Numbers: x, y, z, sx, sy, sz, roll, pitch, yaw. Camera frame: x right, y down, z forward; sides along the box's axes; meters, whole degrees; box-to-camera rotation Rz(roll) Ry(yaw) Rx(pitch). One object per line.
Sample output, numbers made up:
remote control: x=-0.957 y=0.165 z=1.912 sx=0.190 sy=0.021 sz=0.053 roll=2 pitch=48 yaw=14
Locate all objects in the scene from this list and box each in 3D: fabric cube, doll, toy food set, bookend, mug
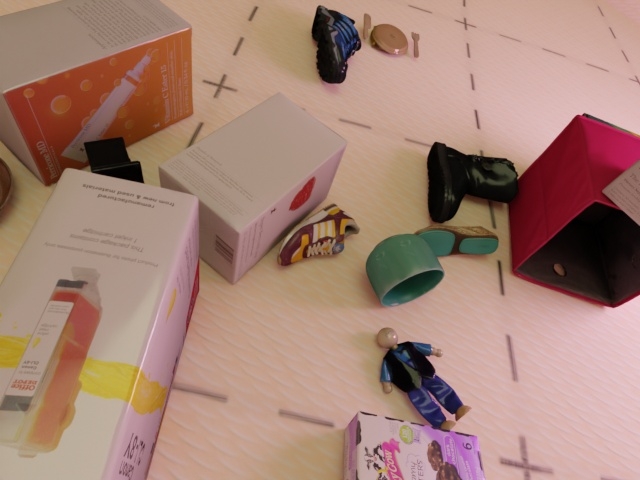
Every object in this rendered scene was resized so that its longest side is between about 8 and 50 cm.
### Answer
fabric cube: x=0.583 y=-0.055 z=0.890 sx=0.253 sy=0.259 sz=0.258 roll=18 pitch=52 yaw=-3
doll: x=0.166 y=0.226 z=0.712 sx=0.129 sy=0.046 sz=0.189 roll=-32 pitch=64 yaw=-21
toy food set: x=0.214 y=-0.620 z=1.294 sx=0.191 sy=0.038 sz=0.133 roll=13 pitch=62 yaw=-14
bookend: x=-0.360 y=-0.130 z=0.728 sx=0.072 sy=0.156 sz=0.157 roll=-17 pitch=63 yaw=-25
mug: x=0.152 y=0.054 z=0.784 sx=0.129 sy=0.158 sz=0.098 roll=-23 pitch=61 yaw=-1

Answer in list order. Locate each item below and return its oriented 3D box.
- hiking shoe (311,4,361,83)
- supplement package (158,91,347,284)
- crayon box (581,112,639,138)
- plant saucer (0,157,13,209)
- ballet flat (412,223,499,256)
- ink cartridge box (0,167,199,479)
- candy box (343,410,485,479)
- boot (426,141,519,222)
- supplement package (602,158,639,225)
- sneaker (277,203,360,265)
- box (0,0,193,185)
hiking shoe: x=0.057 y=-0.541 z=1.144 sx=0.131 sy=0.113 sz=0.305 roll=3 pitch=57 yaw=-14
supplement package: x=-0.116 y=-0.102 z=0.766 sx=0.175 sy=0.178 sz=0.293 roll=38 pitch=56 yaw=10
crayon box: x=0.730 y=-0.162 z=1.034 sx=0.318 sy=0.202 sz=0.081 roll=20 pitch=55 yaw=-2
plant saucer: x=-0.620 y=-0.076 z=0.691 sx=0.198 sy=0.036 sz=0.199 roll=7 pitch=57 yaw=-11
ballet flat: x=0.278 y=-0.004 z=0.895 sx=0.205 sy=0.073 sz=0.067 roll=6 pitch=29 yaw=-16
ink cartridge box: x=-0.265 y=0.159 z=0.492 sx=0.160 sy=0.279 sz=0.385 roll=12 pitch=56 yaw=-9
candy box: x=0.131 y=0.351 z=0.587 sx=0.196 sy=0.070 sz=0.165 roll=15 pitch=42 yaw=-7
boot: x=0.359 y=-0.124 z=0.967 sx=0.206 sy=0.094 sz=0.247 roll=13 pitch=49 yaw=-3
supplement package: x=0.598 y=-0.125 z=0.629 sx=0.133 sy=0.244 sz=0.139 roll=-26 pitch=67 yaw=-28
sneaker: x=0.000 y=0.000 z=0.799 sx=0.083 sy=0.070 sz=0.185 roll=39 pitch=56 yaw=17
box: x=-0.428 y=-0.299 z=0.783 sx=0.168 sy=0.215 sz=0.345 roll=41 pitch=57 yaw=12
